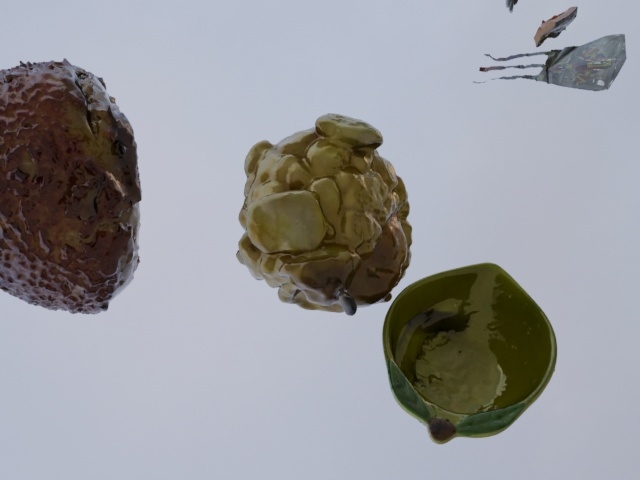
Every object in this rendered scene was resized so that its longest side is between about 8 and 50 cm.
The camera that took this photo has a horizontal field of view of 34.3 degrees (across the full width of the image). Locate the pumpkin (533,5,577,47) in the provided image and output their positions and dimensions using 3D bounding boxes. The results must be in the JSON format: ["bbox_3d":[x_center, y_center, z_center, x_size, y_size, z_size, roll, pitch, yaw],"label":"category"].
[{"bbox_3d":[0.442,-0.409,1.959,0.073,0.101,0.035,-28,-100,-23],"label":"pumpkin"}]

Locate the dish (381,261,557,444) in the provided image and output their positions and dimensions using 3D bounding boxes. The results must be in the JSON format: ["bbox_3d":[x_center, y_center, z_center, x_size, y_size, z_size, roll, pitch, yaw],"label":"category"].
[{"bbox_3d":[0.121,0.112,0.895,0.080,0.148,0.208,96,-163,-45],"label":"dish"}]

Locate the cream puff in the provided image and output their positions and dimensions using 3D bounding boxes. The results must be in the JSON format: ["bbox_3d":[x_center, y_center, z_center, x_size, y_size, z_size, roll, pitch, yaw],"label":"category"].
[{"bbox_3d":[-0.350,-0.068,1.291,0.228,0.350,0.351,-10,-85,-24],"label":"cream puff"}]

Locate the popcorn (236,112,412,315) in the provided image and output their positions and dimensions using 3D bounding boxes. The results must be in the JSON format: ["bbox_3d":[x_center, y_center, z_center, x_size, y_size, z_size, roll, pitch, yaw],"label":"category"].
[{"bbox_3d":[-0.002,-0.019,0.869,0.194,0.140,0.163,-1,-95,-66],"label":"popcorn"}]

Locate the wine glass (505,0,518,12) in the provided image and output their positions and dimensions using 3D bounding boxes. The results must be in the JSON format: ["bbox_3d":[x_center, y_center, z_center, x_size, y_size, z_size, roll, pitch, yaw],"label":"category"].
[{"bbox_3d":[0.120,-0.271,0.996,0.072,0.155,0.072,18,-90,-81],"label":"wine glass"}]

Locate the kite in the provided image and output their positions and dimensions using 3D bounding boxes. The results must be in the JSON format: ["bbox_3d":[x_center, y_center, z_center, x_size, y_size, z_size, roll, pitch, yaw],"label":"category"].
[{"bbox_3d":[0.369,-0.282,1.670,0.141,0.245,0.015,-61,-39,-37],"label":"kite"}]
